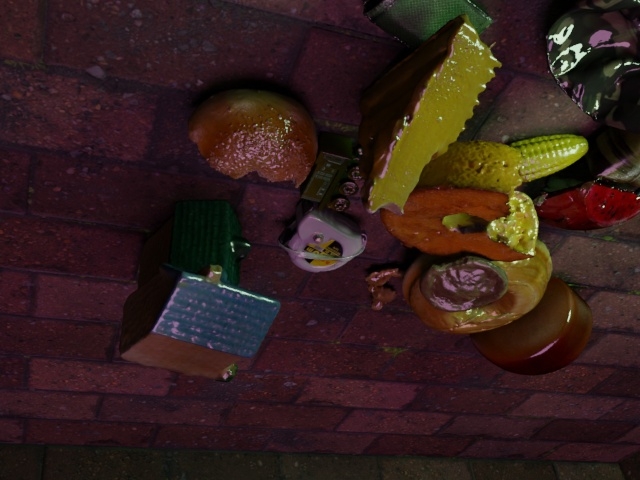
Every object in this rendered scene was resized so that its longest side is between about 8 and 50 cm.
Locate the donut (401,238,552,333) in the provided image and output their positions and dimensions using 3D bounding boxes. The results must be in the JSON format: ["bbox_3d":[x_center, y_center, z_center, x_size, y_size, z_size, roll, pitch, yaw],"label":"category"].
[{"bbox_3d":[0.461,0.118,2.172,0.449,0.198,0.448,-4,141,-3],"label":"donut"}]

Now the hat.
[{"bbox_3d":[0.689,-0.439,1.540,0.382,0.257,0.366,-38,129,-18],"label":"hat"}]

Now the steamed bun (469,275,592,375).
[{"bbox_3d":[0.701,0.309,2.425,0.379,0.248,0.235,-28,139,24],"label":"steamed bun"}]

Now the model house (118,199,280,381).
[{"bbox_3d":[-0.287,0.116,1.885,0.335,0.381,0.343,21,137,-34],"label":"model house"}]

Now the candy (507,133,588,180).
[{"bbox_3d":[0.566,-0.214,1.828,0.199,0.094,0.106,-15,106,3],"label":"candy"}]

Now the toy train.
[{"bbox_3d":[0.030,-0.162,1.817,0.137,0.090,0.225,13,139,-15],"label":"toy train"}]

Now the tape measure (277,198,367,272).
[{"bbox_3d":[0.000,0.000,1.995,0.236,0.120,0.197,28,125,-32],"label":"tape measure"}]

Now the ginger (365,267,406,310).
[{"bbox_3d":[0.191,0.139,2.277,0.176,0.052,0.193,27,124,-38],"label":"ginger"}]

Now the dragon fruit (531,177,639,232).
[{"bbox_3d":[0.699,-0.075,1.976,0.344,0.100,0.282,6,170,-38],"label":"dragon fruit"}]

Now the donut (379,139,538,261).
[{"bbox_3d":[0.339,-0.099,1.821,0.378,0.163,0.435,4,158,20],"label":"donut"}]

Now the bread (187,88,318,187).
[{"bbox_3d":[-0.115,-0.229,1.630,0.314,0.171,0.192,22,138,-34],"label":"bread"}]

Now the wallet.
[{"bbox_3d":[0.217,-0.454,1.481,0.236,0.055,0.160,21,140,-39],"label":"wallet"}]

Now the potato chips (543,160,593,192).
[{"bbox_3d":[0.687,-0.182,1.954,0.142,0.026,0.209,14,141,-31],"label":"potato chips"}]

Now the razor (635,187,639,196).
[{"bbox_3d":[0.885,-0.112,2.068,0.068,0.037,0.191,5,144,-23],"label":"razor"}]

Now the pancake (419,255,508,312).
[{"bbox_3d":[0.386,0.124,1.990,0.236,0.042,0.222,-2,134,10],"label":"pancake"}]

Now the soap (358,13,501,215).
[{"bbox_3d":[0.224,-0.239,1.505,0.169,0.304,0.339,14,154,-30],"label":"soap"}]

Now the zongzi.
[{"bbox_3d":[0.842,-0.228,1.814,0.288,0.134,0.286,18,143,-26],"label":"zongzi"}]
